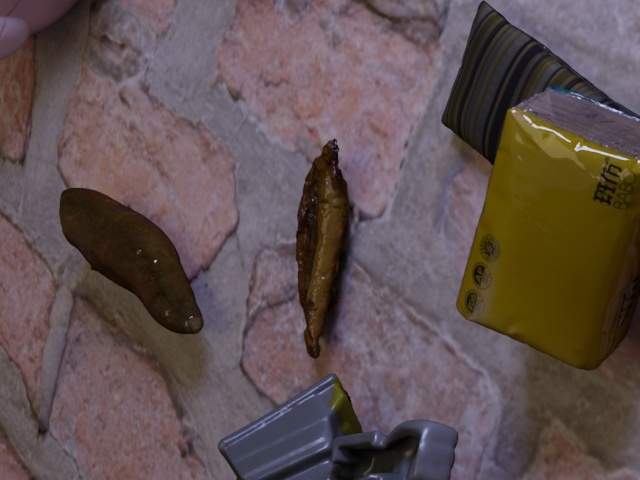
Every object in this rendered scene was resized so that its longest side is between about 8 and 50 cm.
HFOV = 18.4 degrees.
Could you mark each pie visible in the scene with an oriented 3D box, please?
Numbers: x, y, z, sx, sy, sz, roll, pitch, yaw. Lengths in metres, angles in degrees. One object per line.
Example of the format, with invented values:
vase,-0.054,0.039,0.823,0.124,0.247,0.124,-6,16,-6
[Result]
pie,-0.001,0.001,1.732,0.088,0.033,0.191,-152,67,-67

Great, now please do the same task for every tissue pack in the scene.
tissue pack,0.177,-0.009,1.409,0.120,0.082,0.169,25,118,22

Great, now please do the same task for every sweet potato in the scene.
sweet potato,-0.174,0.023,1.936,0.243,0.077,0.077,38,119,38

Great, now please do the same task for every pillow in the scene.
pillow,0.164,-0.091,1.506,0.203,0.038,0.113,47,127,44

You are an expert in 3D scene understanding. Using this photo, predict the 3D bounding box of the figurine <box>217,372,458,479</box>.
figurine,0.015,0.277,1.590,0.285,0.167,0.342,-129,31,-51

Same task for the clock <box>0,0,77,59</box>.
clock,-0.364,-0.376,2.050,0.376,0.250,0.368,-16,77,53
